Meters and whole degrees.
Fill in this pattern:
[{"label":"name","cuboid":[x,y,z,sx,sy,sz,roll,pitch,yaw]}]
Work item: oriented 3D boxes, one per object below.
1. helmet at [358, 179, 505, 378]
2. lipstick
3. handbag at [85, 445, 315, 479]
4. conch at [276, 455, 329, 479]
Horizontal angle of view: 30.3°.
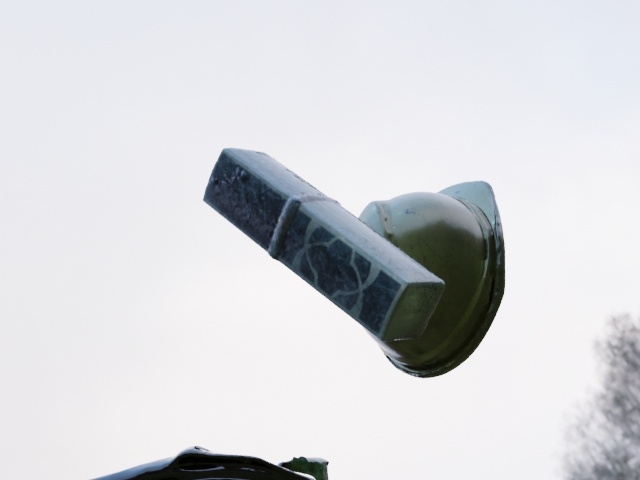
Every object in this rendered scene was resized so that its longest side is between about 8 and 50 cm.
[{"label":"helmet","cuboid":[0.096,0.015,1.343,0.137,0.258,0.204,31,-46,-33]},{"label":"lipstick","cuboid":[0.000,0.000,1.205,0.076,0.289,0.077,2,-62,-51]},{"label":"handbag","cuboid":[-0.092,0.255,0.661,0.308,0.254,0.093,-16,-6,-10]},{"label":"conch","cuboid":[-0.087,0.314,1.337,0.188,0.176,0.122,-13,-80,32]}]
